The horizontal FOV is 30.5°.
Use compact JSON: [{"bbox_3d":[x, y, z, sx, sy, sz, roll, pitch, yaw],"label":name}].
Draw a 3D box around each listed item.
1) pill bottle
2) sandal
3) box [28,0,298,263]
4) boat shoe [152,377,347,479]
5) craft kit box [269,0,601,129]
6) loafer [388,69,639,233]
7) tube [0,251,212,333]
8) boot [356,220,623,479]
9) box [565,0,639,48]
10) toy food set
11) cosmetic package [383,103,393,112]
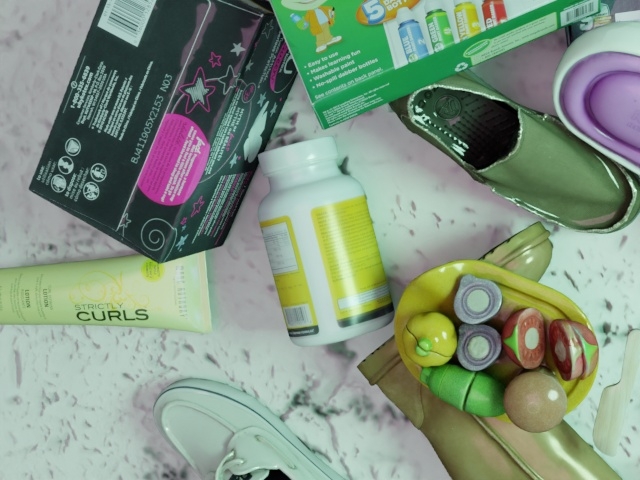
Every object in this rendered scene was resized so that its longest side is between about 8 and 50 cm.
[{"bbox_3d":[0.000,0.000,1.096,0.103,0.103,0.184,-13,92,21],"label":"pill bottle"},{"bbox_3d":[0.366,-0.029,0.921,0.416,0.102,0.169,26,144,12],"label":"sandal"},{"bbox_3d":[-0.139,-0.128,1.110,0.163,0.142,0.247,28,104,16],"label":"box"},{"bbox_3d":[-0.065,0.235,1.158,0.267,0.088,0.096,39,108,11],"label":"boat shoe"},{"bbox_3d":[0.070,-0.250,0.980,0.250,0.061,0.246,-23,65,4],"label":"craft kit box"},{"bbox_3d":[0.165,-0.073,1.011,0.251,0.087,0.094,27,112,-4],"label":"loafer"},{"bbox_3d":[-0.227,0.052,1.212,0.240,0.062,0.070,-2,137,15],"label":"tube"},{"bbox_3d":[0.196,0.149,1.060,0.269,0.089,0.236,49,117,7],"label":"boot"},{"bbox_3d":[0.315,-0.250,0.973,0.233,0.059,0.183,-5,95,19],"label":"box"},{"bbox_3d":[0.159,0.100,0.977,0.218,0.071,0.128,21,106,11],"label":"toy food set"},{"bbox_3d":[0.024,-0.236,1.080,0.099,0.060,0.239,-45,81,20],"label":"cosmetic package"}]
